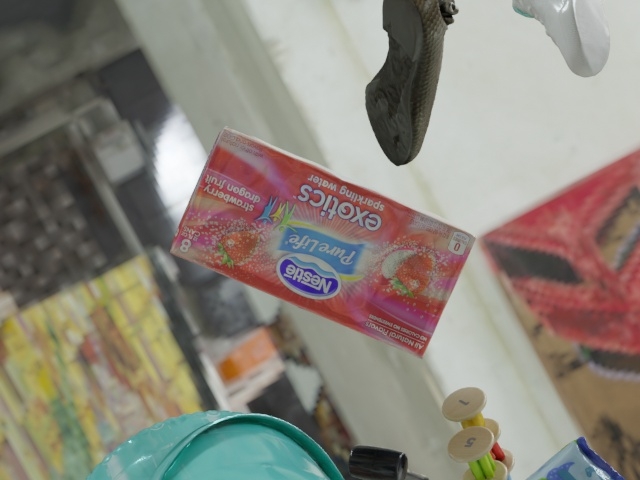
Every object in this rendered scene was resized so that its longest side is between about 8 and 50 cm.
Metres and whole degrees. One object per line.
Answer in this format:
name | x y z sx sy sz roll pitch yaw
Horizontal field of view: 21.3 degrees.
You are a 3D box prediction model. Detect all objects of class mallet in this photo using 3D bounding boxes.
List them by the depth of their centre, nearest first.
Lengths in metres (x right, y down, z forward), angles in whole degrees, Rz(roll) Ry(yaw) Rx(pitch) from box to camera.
mallet | 0.080 0.262 1.938 0.062 0.039 0.190 8 -11 15

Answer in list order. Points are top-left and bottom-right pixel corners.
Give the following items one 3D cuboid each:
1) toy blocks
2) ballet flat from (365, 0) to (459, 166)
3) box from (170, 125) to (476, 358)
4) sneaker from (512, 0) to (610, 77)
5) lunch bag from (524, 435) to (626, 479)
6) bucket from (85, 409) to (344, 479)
toy blocks | 0.186 0.254 1.897 0.054 0.148 0.123 -19 33 11
ballet flat | 0.085 -0.153 1.553 0.058 0.084 0.250 -28 -27 -19
box | 0.000 0.000 1.875 0.142 0.300 0.154 -112 46 -85
sneaker | 0.259 -0.267 1.921 0.094 0.212 0.080 -26 -28 31
lunch bag | 0.168 0.235 1.285 0.129 0.096 0.151 -37 -25 -19
bucket | -0.076 0.285 1.406 0.281 0.281 0.183 -29 33 -9
